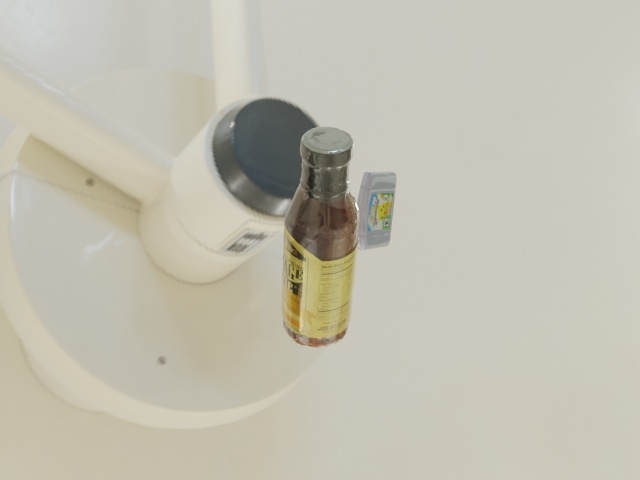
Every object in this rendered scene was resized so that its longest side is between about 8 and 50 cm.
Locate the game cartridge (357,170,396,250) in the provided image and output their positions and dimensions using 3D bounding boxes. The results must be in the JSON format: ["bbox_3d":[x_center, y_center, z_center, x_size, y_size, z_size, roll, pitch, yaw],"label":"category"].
[{"bbox_3d":[0.058,-0.032,0.895,0.056,0.017,0.083,-7,-74,-50],"label":"game cartridge"}]

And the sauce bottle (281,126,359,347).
[{"bbox_3d":[0.000,0.000,0.450,0.042,0.128,0.042,2,-144,-1],"label":"sauce bottle"}]
